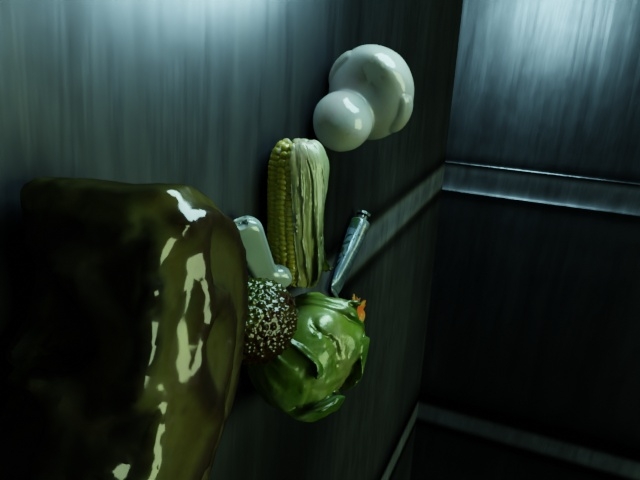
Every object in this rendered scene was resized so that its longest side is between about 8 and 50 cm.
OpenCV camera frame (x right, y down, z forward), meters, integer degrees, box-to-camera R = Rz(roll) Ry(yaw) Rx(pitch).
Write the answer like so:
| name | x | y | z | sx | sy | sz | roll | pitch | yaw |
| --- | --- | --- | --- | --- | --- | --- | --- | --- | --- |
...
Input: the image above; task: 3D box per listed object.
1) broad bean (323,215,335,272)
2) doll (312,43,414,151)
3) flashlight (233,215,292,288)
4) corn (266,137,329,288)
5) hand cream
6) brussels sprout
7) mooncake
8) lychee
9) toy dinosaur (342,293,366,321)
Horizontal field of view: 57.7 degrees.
| name | x | y | z | sx | sy | sz | roll | pitch | yaw |
| --- | --- | --- | --- | --- | --- | --- | --- | --- | --- |
| broad bean | -0.002 | 0.004 | 1.393 | 0.069 | 0.039 | 0.226 | -55 | 149 | -35 |
| doll | 0.081 | -0.301 | 1.273 | 0.251 | 0.221 | 0.221 | -54 | -179 | 43 |
| flashlight | -0.117 | 0.033 | 1.077 | 0.047 | 0.093 | 0.200 | -112 | -178 | -49 |
| corn | -0.044 | -0.050 | 1.148 | 0.122 | 0.124 | 0.304 | -41 | 137 | -61 |
| hand cream | 0.081 | 0.035 | 1.597 | 0.088 | 0.055 | 0.255 | 66 | 42 | -68 |
| brussels sprout | -0.023 | 0.238 | 1.207 | 0.259 | 0.227 | 0.294 | -51 | 155 | -25 |
| mooncake | -0.229 | 0.132 | 0.622 | 0.393 | 0.247 | 0.393 | -60 | 155 | -54 |
| lychee | -0.125 | 0.140 | 1.001 | 0.171 | 0.171 | 0.171 | 10 | 90 | -69 |
| toy dinosaur | 0.097 | 0.216 | 1.705 | 0.288 | 0.071 | 0.117 | 14 | 87 | -73 |
